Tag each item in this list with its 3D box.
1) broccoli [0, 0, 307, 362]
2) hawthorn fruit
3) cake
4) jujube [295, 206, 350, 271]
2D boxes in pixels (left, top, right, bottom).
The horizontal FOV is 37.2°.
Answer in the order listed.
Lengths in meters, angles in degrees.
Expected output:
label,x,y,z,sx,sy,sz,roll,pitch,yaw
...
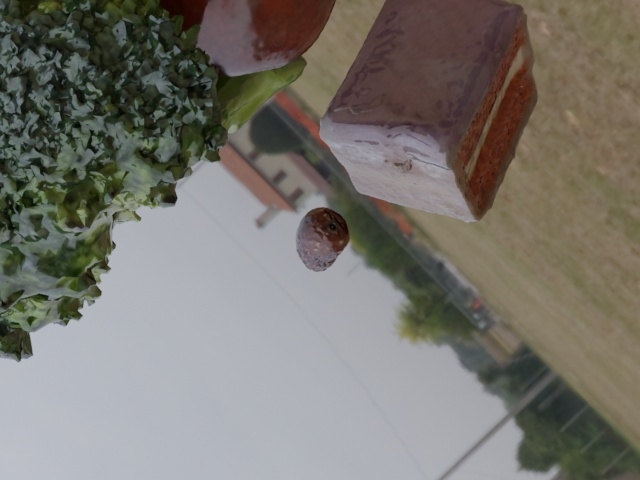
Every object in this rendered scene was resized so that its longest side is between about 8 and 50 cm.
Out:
label,x,y,z,sx,sy,sz,roll,pitch,yaw
broccoli,-0.145,-0.100,0.718,0.353,0.397,0.275,17,133,63
hawthorn fruit,-0.074,-0.234,0.699,0.189,0.251,0.189,13,-150,-7
cake,0.178,-0.210,1.454,0.230,0.309,0.237,19,160,27
jujube,0.000,0.000,1.369,0.077,0.077,0.129,46,159,9
